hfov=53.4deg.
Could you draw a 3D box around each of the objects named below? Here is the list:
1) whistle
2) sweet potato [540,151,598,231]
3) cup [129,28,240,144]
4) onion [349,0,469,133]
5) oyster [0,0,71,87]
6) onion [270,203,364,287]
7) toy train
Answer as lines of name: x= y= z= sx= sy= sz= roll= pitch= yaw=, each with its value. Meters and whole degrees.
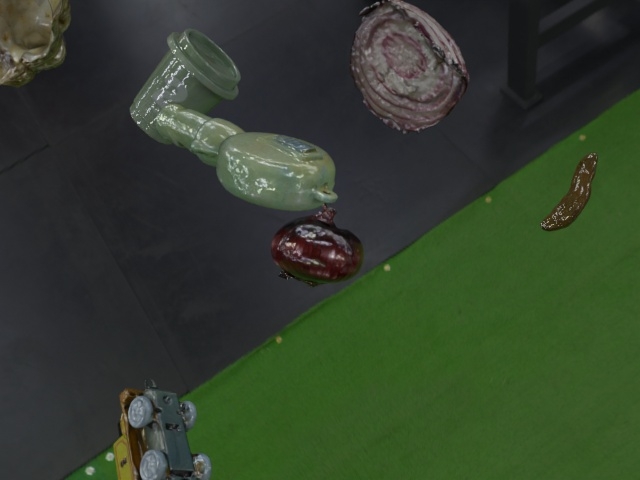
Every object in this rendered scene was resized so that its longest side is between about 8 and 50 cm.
whistle: x=-0.082 y=-0.096 z=0.693 sx=0.258 sy=0.067 sz=0.126 roll=27 pitch=25 yaw=32
sweet potato: x=0.514 y=-0.091 z=1.281 sx=0.054 sy=0.053 sz=0.182 roll=41 pitch=107 yaw=51
cup: x=-0.194 y=-0.210 z=0.888 sx=0.141 sy=0.120 sz=0.120 roll=-40 pitch=60 yaw=20
onion: x=0.212 y=-0.425 z=1.557 sx=0.314 sy=0.280 sz=0.146 roll=45 pitch=52 yaw=2
oyster: x=-0.421 y=-0.322 z=0.928 sx=0.161 sy=0.232 sz=0.107 roll=48 pitch=46 yaw=8
onion: x=0.000 y=0.000 z=1.838 sx=0.273 sy=0.273 sz=0.285 roll=14 pitch=94 yaw=15
toy train: x=-0.220 y=0.286 z=0.835 sx=0.127 sy=0.089 sz=0.219 roll=-44 pitch=49 yaw=21
